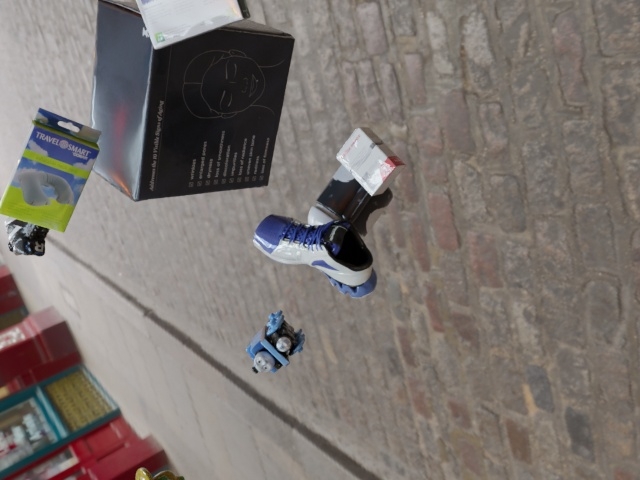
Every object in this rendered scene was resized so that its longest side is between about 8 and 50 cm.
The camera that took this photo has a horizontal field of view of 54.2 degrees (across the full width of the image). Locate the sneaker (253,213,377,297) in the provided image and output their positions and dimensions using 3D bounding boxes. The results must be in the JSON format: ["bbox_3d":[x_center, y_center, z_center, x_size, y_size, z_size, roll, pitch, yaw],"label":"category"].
[{"bbox_3d":[0.001,0.001,1.468,0.315,0.128,0.182,26,152,12],"label":"sneaker"}]

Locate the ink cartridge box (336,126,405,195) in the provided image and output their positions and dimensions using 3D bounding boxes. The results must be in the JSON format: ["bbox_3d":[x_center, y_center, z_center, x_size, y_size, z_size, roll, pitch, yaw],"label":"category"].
[{"bbox_3d":[0.118,-0.188,1.480,0.135,0.056,0.099,50,123,17],"label":"ink cartridge box"}]

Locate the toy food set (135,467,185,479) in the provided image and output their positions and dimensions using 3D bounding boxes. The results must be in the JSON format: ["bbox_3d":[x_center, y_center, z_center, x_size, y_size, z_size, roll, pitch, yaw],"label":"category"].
[{"bbox_3d":[-0.197,0.415,0.886,0.218,0.071,0.128,52,139,37],"label":"toy food set"}]

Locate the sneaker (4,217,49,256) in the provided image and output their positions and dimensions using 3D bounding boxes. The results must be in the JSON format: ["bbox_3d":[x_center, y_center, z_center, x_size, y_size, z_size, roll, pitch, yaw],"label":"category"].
[{"bbox_3d":[-0.685,-0.027,1.544,0.216,0.079,0.121,-24,75,26],"label":"sneaker"}]

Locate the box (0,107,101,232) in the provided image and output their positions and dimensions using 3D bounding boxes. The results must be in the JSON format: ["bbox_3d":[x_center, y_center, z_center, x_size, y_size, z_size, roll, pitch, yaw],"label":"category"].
[{"bbox_3d":[-0.438,-0.111,1.018,0.178,0.109,0.042,-63,34,11],"label":"box"}]

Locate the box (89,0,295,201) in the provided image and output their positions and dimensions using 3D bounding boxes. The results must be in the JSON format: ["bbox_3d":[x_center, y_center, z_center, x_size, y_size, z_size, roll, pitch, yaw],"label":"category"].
[{"bbox_3d":[-0.374,-0.399,1.799,0.297,0.471,0.480,30,117,34],"label":"box"}]

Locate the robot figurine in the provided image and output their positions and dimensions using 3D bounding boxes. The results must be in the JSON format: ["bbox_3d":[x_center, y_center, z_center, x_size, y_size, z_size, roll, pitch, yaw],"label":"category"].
[{"bbox_3d":[0.089,-0.103,1.707,0.173,0.278,0.209,35,178,33],"label":"robot figurine"}]

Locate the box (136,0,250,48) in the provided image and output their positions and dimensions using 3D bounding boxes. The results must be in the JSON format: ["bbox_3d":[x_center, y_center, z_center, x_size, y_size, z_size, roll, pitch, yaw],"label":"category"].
[{"bbox_3d":[-0.312,-0.608,1.355,0.232,0.058,0.322,-12,111,18],"label":"box"}]

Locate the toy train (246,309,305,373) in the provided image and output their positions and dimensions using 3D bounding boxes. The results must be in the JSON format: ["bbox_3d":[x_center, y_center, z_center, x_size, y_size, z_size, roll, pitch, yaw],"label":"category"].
[{"bbox_3d":[-0.086,0.195,1.164,0.080,0.105,0.184,43,178,-5],"label":"toy train"}]
